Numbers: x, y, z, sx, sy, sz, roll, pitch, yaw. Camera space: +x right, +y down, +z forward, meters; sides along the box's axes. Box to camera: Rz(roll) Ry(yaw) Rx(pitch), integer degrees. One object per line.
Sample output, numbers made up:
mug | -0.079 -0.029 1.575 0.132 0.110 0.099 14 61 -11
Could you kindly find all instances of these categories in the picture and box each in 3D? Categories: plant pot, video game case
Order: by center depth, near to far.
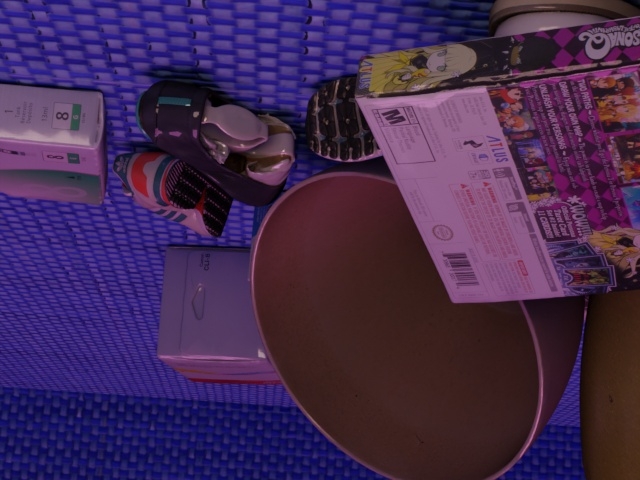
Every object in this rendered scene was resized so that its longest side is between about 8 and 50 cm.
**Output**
video game case | 0.154 -0.044 1.055 0.210 0.042 0.232 -6 143 19
plant pot | 0.325 0.075 1.367 0.274 0.275 0.293 -1 136 22
plant pot | 0.110 0.040 1.406 0.284 0.284 0.191 -8 -162 43

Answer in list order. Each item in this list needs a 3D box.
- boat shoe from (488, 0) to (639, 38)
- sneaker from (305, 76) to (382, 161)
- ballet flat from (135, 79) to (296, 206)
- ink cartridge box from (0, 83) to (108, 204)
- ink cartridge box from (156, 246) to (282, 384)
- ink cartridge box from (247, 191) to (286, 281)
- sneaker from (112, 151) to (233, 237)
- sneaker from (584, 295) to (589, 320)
boat shoe | 0.174 -0.077 1.133 0.113 0.103 0.302 2 166 17
sneaker | 0.064 -0.084 1.233 0.162 0.063 0.073 -2 169 26
ballet flat | -0.062 -0.074 1.307 0.074 0.074 0.203 -3 163 29
ink cartridge box | -0.287 -0.083 1.370 0.224 0.056 0.181 3 167 -5
ink cartridge box | -0.102 0.088 1.895 0.127 0.128 0.176 2 168 9
ink cartridge box | 0.000 0.000 1.564 0.122 0.089 0.052 -2 163 23
sneaker | -0.132 -0.048 1.501 0.075 0.057 0.161 17 174 19
sneaker | 0.300 0.038 1.620 0.162 0.106 0.281 6 167 -23
